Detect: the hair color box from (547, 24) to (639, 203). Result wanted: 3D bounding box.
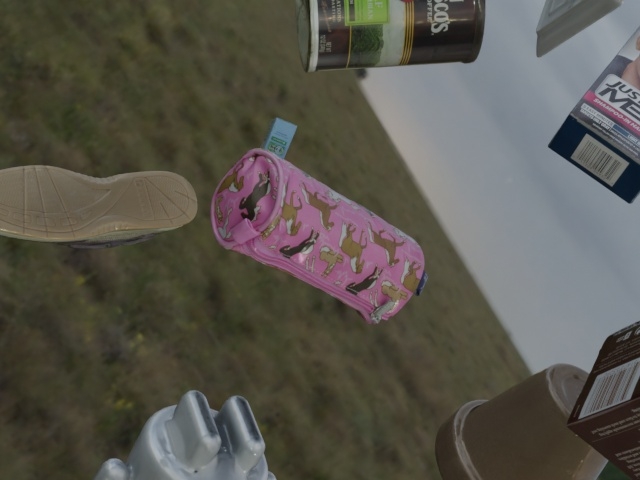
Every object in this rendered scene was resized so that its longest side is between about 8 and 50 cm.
[{"bbox_3d":[0.555,-0.242,2.007,0.174,0.347,0.105,37,-32,9],"label":"hair color box"}]

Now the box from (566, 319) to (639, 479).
[{"bbox_3d":[0.474,0.224,1.558,0.203,0.167,0.168,39,-33,-8],"label":"box"}]

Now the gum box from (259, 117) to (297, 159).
[{"bbox_3d":[-0.097,-0.117,1.998,0.041,0.184,0.157,22,3,-7],"label":"gum box"}]

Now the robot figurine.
[{"bbox_3d":[-0.208,0.387,1.748,0.300,0.353,0.200,15,29,-28],"label":"robot figurine"}]

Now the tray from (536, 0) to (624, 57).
[{"bbox_3d":[0.390,-0.373,1.739,0.030,0.145,0.270,22,-13,-11],"label":"tray"}]

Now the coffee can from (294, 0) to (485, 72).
[{"bbox_3d":[0.106,-0.376,1.883,0.201,0.275,0.202,175,-90,-83],"label":"coffee can"}]

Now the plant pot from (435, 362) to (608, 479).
[{"bbox_3d":[0.348,0.315,1.844,0.263,0.229,0.263,25,33,-18],"label":"plant pot"}]

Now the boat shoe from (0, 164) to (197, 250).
[{"bbox_3d":[-0.295,-0.031,1.445,0.092,0.285,0.103,-47,-126,52],"label":"boat shoe"}]

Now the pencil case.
[{"bbox_3d":[0.000,0.000,1.836,0.386,0.160,0.167,30,8,-42],"label":"pencil case"}]
